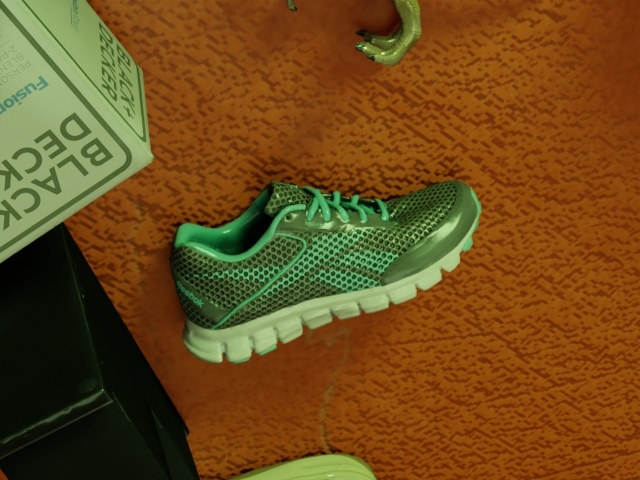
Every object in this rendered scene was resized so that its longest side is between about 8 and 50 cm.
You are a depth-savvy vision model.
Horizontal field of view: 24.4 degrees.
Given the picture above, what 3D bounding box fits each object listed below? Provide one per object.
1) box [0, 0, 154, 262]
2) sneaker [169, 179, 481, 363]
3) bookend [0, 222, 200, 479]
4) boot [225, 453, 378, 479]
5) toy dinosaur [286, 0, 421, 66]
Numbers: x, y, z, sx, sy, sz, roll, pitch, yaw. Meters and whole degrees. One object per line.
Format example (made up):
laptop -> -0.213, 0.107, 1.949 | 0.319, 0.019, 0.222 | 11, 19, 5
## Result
box -> -0.216, -0.107, 0.587 | 0.169, 0.087, 0.290 | -32, 123, 9
sneaker -> 0.000, 0.000, 0.742 | 0.166, 0.065, 0.076 | -24, 119, -5
bookend -> -0.111, 0.096, 0.703 | 0.072, 0.156, 0.157 | -27, 124, -2
boot -> -0.047, 0.200, 0.775 | 0.213, 0.165, 0.077 | -14, 121, -11
toy dinosaur -> 0.045, -0.129, 0.687 | 0.183, 0.053, 0.093 | 19, 110, -26
